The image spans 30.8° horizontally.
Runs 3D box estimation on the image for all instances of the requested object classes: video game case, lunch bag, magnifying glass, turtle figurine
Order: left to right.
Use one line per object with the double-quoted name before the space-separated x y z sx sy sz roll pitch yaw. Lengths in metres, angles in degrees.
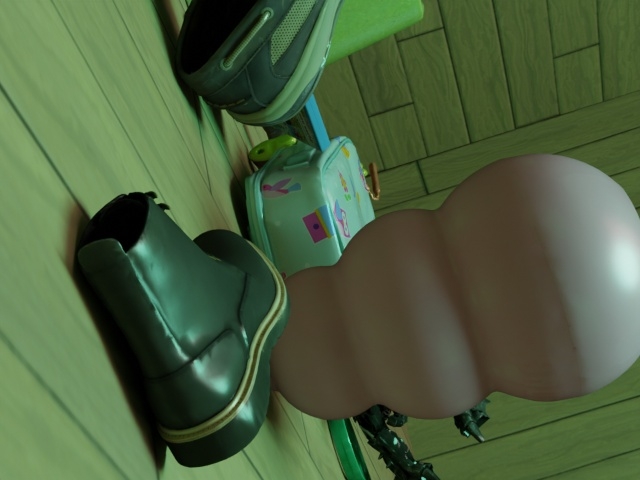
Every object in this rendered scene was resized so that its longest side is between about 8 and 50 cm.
"video game case" -0.065 -0.165 1.200 0.166 0.015 0.119 30 -27 38
"turtle figurine" -0.014 -0.066 1.486 0.269 0.087 0.217 -61 137 -38
"lunch bag" 0.000 0.000 1.264 0.279 0.108 0.224 -65 138 -75
"magnifying glass" 0.049 0.291 1.432 0.092 0.026 0.231 -104 173 -50

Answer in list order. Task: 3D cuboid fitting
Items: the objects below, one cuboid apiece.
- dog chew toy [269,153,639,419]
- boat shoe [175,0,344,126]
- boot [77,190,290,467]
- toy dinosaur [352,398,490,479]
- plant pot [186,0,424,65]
"dog chew toy" 0.103 0.055 0.965 0.206 0.332 0.206 -18 90 -86
"boat shoe" -0.031 -0.280 1.043 0.130 0.132 0.355 13 95 -52
"boot" -0.075 0.010 0.641 0.198 0.077 0.137 -102 168 -62
"toy dinosaur" 0.079 0.191 1.421 0.218 0.164 0.322 48 14 -5
"plant pot" -0.020 -0.311 1.389 0.276 0.254 0.276 -17 90 -86
